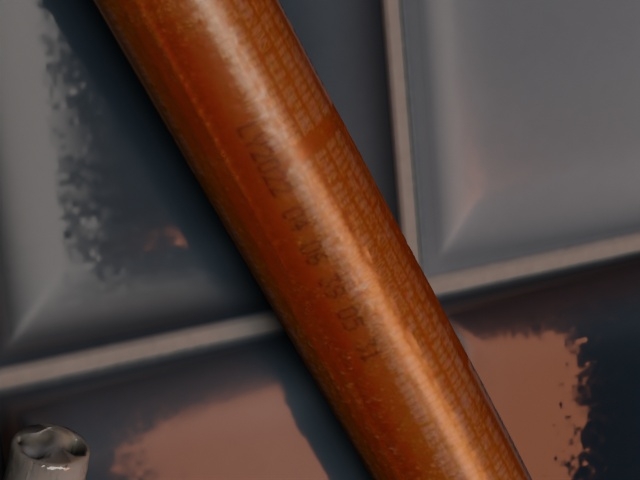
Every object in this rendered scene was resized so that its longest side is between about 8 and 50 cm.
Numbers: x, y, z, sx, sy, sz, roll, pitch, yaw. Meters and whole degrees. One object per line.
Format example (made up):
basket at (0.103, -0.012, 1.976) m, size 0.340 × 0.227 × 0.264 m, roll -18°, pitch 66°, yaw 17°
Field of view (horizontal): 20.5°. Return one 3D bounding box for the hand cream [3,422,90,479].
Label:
hand cream at (-0.099, 0.182, 0.584) m, size 0.084 × 0.050 × 0.257 m, roll -5°, pitch 107°, yaw -25°

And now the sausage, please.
sausage at (0.000, 0.000, 0.601) m, size 0.053 × 0.053 × 0.347 m, roll -37°, pitch 114°, yaw -18°
